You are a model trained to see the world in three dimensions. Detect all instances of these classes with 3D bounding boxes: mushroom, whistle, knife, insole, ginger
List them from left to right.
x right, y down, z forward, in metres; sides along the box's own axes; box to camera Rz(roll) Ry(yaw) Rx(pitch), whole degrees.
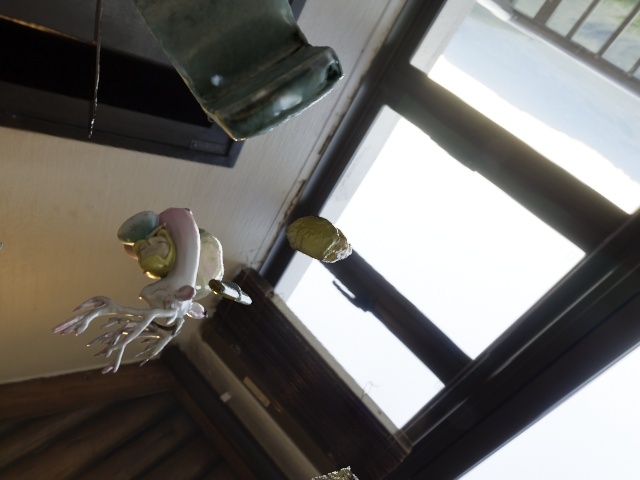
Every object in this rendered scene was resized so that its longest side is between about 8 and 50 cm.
[{"bbox_3d":[-0.418,-0.343,0.815,0.007,0.111,0.327,6,-106,-34],"label":"insole"},{"bbox_3d":[-0.483,0.084,1.600,0.254,0.235,0.260,56,-137,-40],"label":"mushroom"},{"bbox_3d":[-0.165,0.089,0.808,0.061,0.027,0.343,36,170,6],"label":"knife"},{"bbox_3d":[-0.105,-0.241,0.575,0.404,0.168,0.188,58,179,30],"label":"whistle"},{"bbox_3d":[-0.004,-0.002,1.197,0.193,0.115,0.123,32,179,42],"label":"ginger"}]

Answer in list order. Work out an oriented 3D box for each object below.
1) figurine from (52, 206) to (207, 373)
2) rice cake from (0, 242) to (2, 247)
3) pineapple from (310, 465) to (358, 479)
[{"bbox_3d":[-0.378,0.108,0.939,0.285,0.206,0.315,-16,-131,-13],"label":"figurine"},{"bbox_3d":[-0.819,0.054,1.002,0.052,0.256,0.057,59,-151,-22],"label":"rice cake"},{"bbox_3d":[0.027,0.691,1.143,0.186,0.114,0.236,37,-170,-3],"label":"pineapple"}]
